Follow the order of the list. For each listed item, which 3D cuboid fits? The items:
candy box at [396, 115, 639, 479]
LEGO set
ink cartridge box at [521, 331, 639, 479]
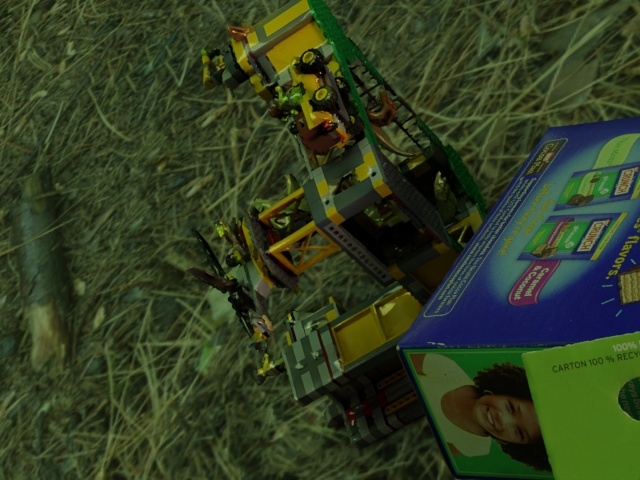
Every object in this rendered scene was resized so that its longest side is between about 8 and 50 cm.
[{"bbox_3d":[0.250,0.026,0.985,0.317,0.122,0.268,-5,32,39],"label":"candy box"},{"bbox_3d":[0.000,0.000,1.144,0.192,0.331,0.255,-31,57,15],"label":"LEGO set"},{"bbox_3d":[0.198,0.175,0.809,0.188,0.255,0.097,-14,2,31],"label":"ink cartridge box"}]
